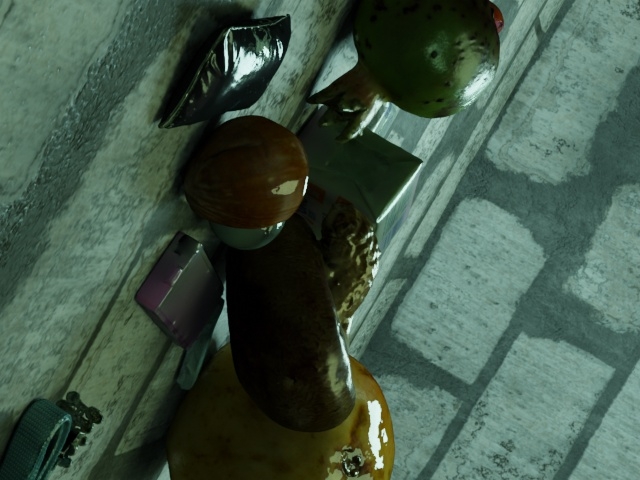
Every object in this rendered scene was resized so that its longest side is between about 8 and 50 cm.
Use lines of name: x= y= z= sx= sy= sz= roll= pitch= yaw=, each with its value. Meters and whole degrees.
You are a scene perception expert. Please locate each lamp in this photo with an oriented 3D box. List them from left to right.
lamp: x=-0.097 y=-0.039 z=1.775 sx=0.105 sy=0.105 sz=0.105 roll=-56 pitch=168 yaw=-18

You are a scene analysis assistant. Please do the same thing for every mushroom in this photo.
mushroom: x=-0.042 y=0.119 z=1.968 sx=0.345 sy=0.239 sz=0.345 roll=8 pitch=90 yaw=-78

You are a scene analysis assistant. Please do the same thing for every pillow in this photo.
pillow: x=-0.098 y=-0.192 z=1.514 sx=0.141 sy=0.055 sz=0.208 roll=-55 pitch=170 yaw=23

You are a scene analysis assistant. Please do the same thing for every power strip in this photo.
power strip: x=-0.186 y=0.073 z=1.838 sx=0.109 sy=0.037 sz=0.279 roll=-58 pitch=168 yaw=-12

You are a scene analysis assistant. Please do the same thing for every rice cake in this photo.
rice cake: x=-0.185 y=0.158 z=2.070 sx=0.042 sy=0.030 sz=0.180 roll=-66 pitch=179 yaw=-56

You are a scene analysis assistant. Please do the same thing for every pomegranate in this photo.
pomegranate: x=-0.084 y=0.339 z=2.252 sx=0.410 sy=0.410 sz=0.410 roll=-56 pitch=168 yaw=-18
pomegranate: x=0.119 y=-0.274 z=1.921 sx=0.286 sy=0.231 sz=0.231 roll=-24 pitch=155 yaw=-19

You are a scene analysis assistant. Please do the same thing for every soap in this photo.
soap: x=0.039 y=-0.078 z=2.065 sx=0.138 sy=0.182 sz=0.199 roll=-53 pitch=167 yaw=-23

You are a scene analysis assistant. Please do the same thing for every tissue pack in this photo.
tissue pack: x=0.087 y=-0.181 z=2.407 sx=0.193 sy=0.026 sz=0.122 roll=-59 pitch=168 yaw=-5

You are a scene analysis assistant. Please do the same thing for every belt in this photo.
belt: x=-0.342 y=0.269 z=1.616 sx=0.179 sy=0.065 sz=0.100 roll=-60 pitch=160 yaw=12

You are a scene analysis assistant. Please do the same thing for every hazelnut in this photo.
hazelnut: x=-0.090 y=-0.075 z=1.640 sx=0.150 sy=0.150 sz=0.150 roll=-56 pitch=168 yaw=-18

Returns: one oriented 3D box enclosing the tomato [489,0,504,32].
tomato: x=0.213 y=-0.374 z=2.311 sx=0.189 sy=0.099 sz=0.173 roll=-15 pitch=172 yaw=-14
